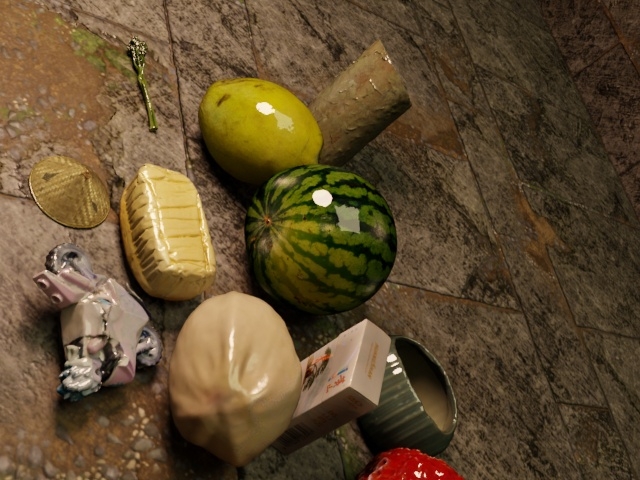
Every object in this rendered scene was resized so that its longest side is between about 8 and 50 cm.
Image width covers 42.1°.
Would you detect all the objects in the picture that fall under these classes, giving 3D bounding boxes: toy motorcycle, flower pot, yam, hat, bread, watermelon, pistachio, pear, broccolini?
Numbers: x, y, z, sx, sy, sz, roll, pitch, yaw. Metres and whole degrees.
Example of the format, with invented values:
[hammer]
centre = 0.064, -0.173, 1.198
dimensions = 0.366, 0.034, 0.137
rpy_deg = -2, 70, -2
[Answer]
[toy motorcycle]
centre = -0.340, 0.139, 1.220
dimensions = 0.239, 0.108, 0.204
rpy_deg = 40, 38, -14
[flower pot]
centre = 0.154, 0.296, 1.564
dimensions = 0.189, 0.157, 0.243
rpy_deg = -1, 62, -45
[yam]
centre = 0.080, -0.301, 1.885
dimensions = 0.168, 0.304, 0.168
rpy_deg = 37, 30, -26
[hat]
centre = -0.403, -0.097, 1.387
dimensions = 0.146, 0.067, 0.146
rpy_deg = 27, 43, -29
[bread]
centre = -0.266, -0.010, 1.424
dimensions = 0.140, 0.106, 0.236
rpy_deg = 8, 54, -41
[watermelon]
centre = 0.000, 0.000, 1.552
dimensions = 0.285, 0.285, 0.285
rpy_deg = 27, 43, -29
[pistachio]
centre = -0.134, 0.203, 1.318
dimensions = 0.332, 0.207, 0.226
rpy_deg = -100, 180, -53
[pear]
centre = -0.120, -0.214, 1.660
dimensions = 0.269, 0.212, 0.212
rpy_deg = 29, 40, -2
[broccolini]
centre = -0.350, -0.314, 1.648
dimensions = 0.044, 0.042, 0.218
rpy_deg = 9, 55, -41

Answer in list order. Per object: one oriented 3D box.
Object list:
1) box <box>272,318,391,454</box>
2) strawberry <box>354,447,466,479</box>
[box]
centre = 0.011, 0.248, 1.390
dimensions = 0.067, 0.233, 0.149
rpy_deg = 37, 39, -19
[strawberry]
centre = 0.139, 0.486, 1.341
dimensions = 0.291, 0.310, 0.292
rpy_deg = 4, 81, -25
